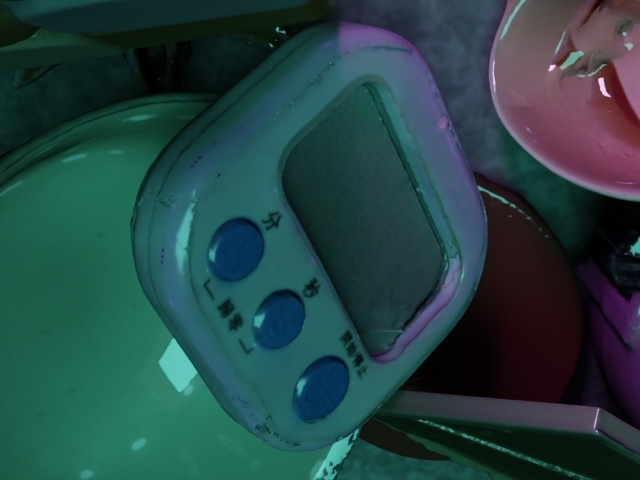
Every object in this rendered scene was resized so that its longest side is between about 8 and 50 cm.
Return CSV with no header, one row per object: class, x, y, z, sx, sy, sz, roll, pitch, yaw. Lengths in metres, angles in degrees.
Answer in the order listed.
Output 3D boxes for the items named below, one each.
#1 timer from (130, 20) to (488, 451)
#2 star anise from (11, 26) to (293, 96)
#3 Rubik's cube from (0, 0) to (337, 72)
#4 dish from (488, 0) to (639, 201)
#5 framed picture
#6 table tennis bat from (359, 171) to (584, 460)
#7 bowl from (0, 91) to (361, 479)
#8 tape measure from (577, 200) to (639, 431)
timer,0.000,0.000,0.627,0.191,0.069,0.208,-44,130,-21
star anise,-0.122,-0.172,0.658,0.262,0.081,0.230,-8,113,4
Rubik's cube,-0.188,-0.240,0.442,0.346,0.344,0.347,-7,95,3
dish,0.204,-0.119,0.658,0.090,0.213,0.213,11,119,-41
framed picture,0.167,0.148,0.715,0.281,0.209,0.019,31,70,-35
table tennis bat,0.057,0.020,0.767,0.200,0.038,0.310,-20,112,12
bowl,-0.134,0.060,0.692,0.337,0.157,0.337,-19,120,-35
tape measure,0.290,0.040,0.726,0.245,0.149,0.232,-24,115,3
